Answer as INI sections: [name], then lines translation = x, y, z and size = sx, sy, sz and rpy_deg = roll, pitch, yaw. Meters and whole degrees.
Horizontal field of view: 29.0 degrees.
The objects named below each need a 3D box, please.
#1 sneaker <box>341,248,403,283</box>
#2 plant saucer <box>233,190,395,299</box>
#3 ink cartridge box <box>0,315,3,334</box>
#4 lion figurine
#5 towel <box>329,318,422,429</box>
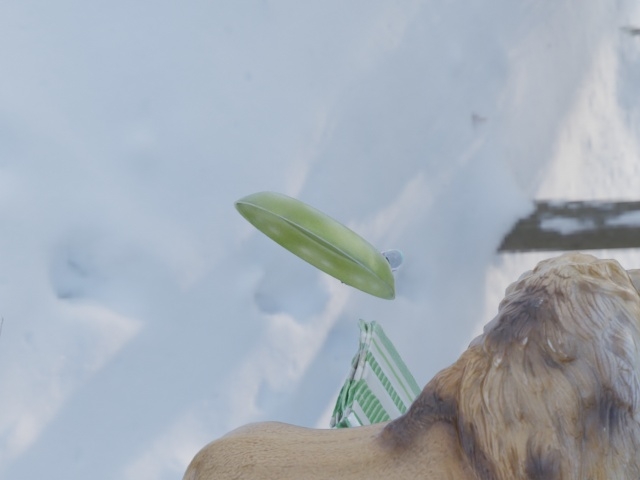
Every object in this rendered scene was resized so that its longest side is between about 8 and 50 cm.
[sneaker]
translation = 0.075, 0.044, 1.830
size = 0.038, 0.098, 0.069
rpy_deg = 61, 15, 9
[plant saucer]
translation = 0.000, 0.000, 1.589
size = 0.037, 0.241, 0.241
rpy_deg = -59, 141, -10
[ink cartridge box]
translation = -0.386, 0.125, 1.101
size = 0.175, 0.371, 0.069
rpy_deg = 19, 99, -15
[lion figurine]
translation = 0.039, 0.158, 0.769
size = 0.142, 0.392, 0.240
rpy_deg = -79, 150, -66
[towel]
translation = 0.100, 0.253, 1.575
size = 0.248, 0.038, 0.325
rpy_deg = 57, 16, -11
